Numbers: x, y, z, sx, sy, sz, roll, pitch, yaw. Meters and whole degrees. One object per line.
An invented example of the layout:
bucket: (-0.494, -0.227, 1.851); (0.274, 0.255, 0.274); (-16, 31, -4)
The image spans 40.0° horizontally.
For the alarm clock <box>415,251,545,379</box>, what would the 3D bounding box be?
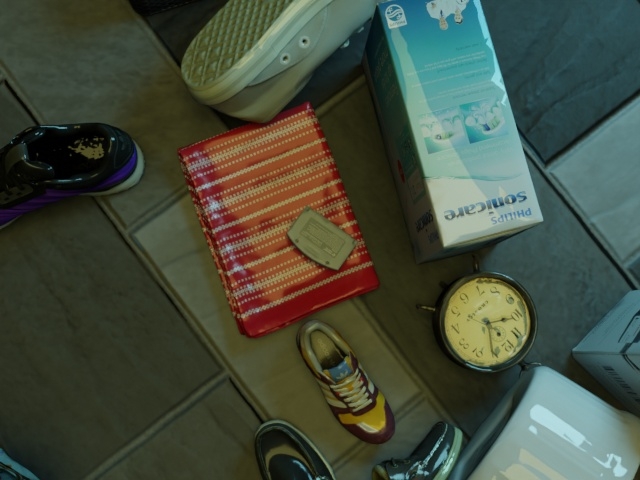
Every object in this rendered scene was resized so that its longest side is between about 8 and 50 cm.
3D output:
alarm clock: (0.224, 0.121, 1.139); (0.129, 0.064, 0.192); (-41, 84, -7)

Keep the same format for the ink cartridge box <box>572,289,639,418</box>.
ink cartridge box: (0.460, 0.167, 1.022); (0.223, 0.307, 0.129); (45, 83, 3)

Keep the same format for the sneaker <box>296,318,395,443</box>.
sneaker: (0.030, 0.182, 1.112); (0.069, 0.084, 0.185); (-38, 86, -7)

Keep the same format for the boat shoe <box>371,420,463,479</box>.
boat shoe: (0.095, 0.303, 1.078); (0.073, 0.080, 0.223); (41, 63, -2)

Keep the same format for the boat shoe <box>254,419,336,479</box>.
boat shoe: (-0.011, 0.331, 1.096); (0.084, 0.079, 0.233); (-27, 84, -4)

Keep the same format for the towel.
towel: (-0.056, -0.028, 1.161); (0.198, 0.031, 0.275); (-20, 84, -6)

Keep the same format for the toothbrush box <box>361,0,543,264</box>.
toothbrush box: (0.153, -0.133, 1.092); (0.126, 0.216, 0.296); (-15, 85, -4)

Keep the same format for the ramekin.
ramekin: (0.238, 0.280, 1.022); (0.135, 0.277, 0.277); (36, 83, 10)

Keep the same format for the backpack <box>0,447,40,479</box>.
backpack: (-0.425, 0.338, 0.988); (0.191, 0.253, 0.225); (36, 86, 6)

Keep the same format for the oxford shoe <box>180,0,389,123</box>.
oxford shoe: (0.017, -0.320, 1.127); (0.449, 0.130, 0.169); (-43, 47, 4)

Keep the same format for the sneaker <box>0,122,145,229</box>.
sneaker: (-0.374, -0.088, 1.094); (0.293, 0.146, 0.102); (-19, 84, -5)

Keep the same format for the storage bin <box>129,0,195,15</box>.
storage bin: (-0.222, -0.409, 1.173); (0.122, 0.084, 0.180); (-19, 83, -5)

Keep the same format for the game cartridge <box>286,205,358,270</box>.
game cartridge: (0.000, 0.000, 1.138); (0.083, 0.017, 0.056); (36, 76, 2)
